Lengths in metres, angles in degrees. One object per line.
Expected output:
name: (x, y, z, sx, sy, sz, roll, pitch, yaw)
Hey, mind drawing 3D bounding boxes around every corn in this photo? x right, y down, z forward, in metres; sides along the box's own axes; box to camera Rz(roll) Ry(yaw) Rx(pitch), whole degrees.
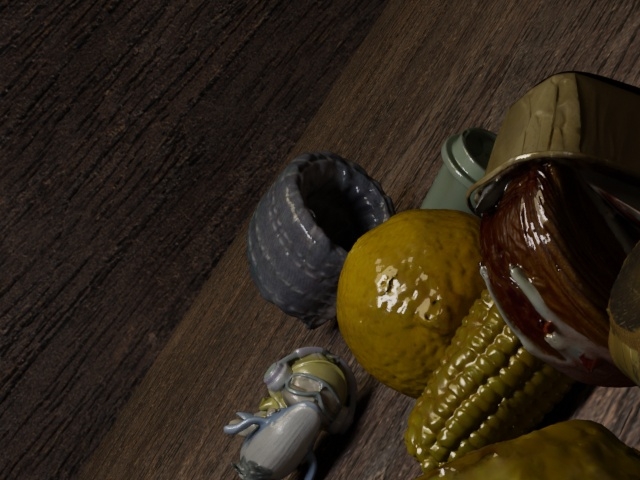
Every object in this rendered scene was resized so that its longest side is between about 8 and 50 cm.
corn: (0.198, 0.051, 1.050, 0.363, 0.120, 0.120, -53, 11, 2)

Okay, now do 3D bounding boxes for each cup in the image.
cup: (0.173, -0.050, 1.480, 0.141, 0.120, 0.120, -55, 8, 33)

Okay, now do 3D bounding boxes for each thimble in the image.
thimble: (0.000, 0.000, 1.825, 0.172, 0.205, 0.236, -51, 35, 36)

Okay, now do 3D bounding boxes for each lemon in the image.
lemon: (0.108, 0.060, 1.210, 0.188, 0.188, 0.256, -52, 7, 5)

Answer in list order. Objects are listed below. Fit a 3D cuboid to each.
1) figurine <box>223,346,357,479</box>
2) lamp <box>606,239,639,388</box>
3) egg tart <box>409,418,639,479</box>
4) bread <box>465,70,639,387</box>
figurine: (-0.038, 0.216, 1.500, 0.184, 0.128, 0.208, -55, 7, -19)
lamp: (0.254, 0.053, 0.645, 0.161, 0.185, 0.161, -52, 9, 11)
egg tart: (0.106, 0.178, 0.705, 0.295, 0.295, 0.116, -42, 59, 44)
bread: (0.218, -0.004, 0.886, 0.142, 0.224, 0.211, 139, 141, -56)
